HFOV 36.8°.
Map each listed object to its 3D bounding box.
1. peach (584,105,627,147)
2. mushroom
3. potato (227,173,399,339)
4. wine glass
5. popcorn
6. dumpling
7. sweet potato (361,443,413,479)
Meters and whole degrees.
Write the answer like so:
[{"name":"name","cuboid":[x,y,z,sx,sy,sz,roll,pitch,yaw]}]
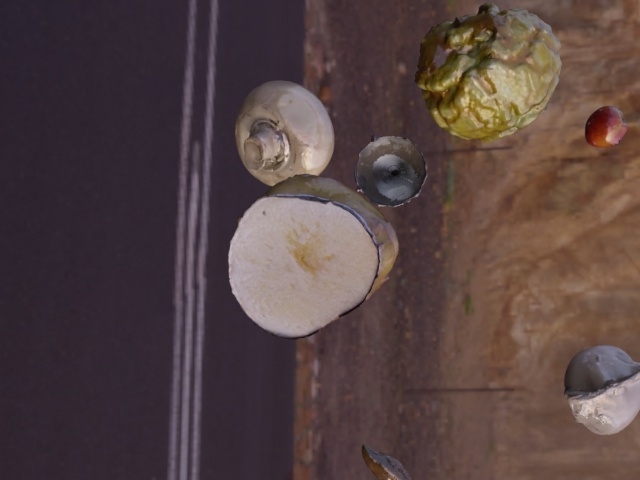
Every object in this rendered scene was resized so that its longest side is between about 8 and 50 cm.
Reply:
[{"name":"peach","cuboid":[0.606,-0.250,2.066,0.061,0.098,0.098,30,54,-45]},{"name":"mushroom","cuboid":[-0.090,-0.224,2.107,0.202,0.246,0.246,-39,128,-51]},{"name":"potato","cuboid":[0.000,0.000,1.558,0.246,0.299,0.196,47,39,-6]},{"name":"wine glass","cuboid":[0.159,-0.147,2.068,0.232,0.156,0.156,-22,109,-81]},{"name":"popcorn","cuboid":[0.320,-0.321,1.812,0.247,0.282,0.282,61,25,-29]},{"name":"dumpling","cuboid":[0.491,0.233,1.584,0.247,0.172,0.142,9,52,-60]},{"name":"sweet potato","cuboid":[0.112,0.338,1.336,0.153,0.038,0.041,48,5,-9]}]
